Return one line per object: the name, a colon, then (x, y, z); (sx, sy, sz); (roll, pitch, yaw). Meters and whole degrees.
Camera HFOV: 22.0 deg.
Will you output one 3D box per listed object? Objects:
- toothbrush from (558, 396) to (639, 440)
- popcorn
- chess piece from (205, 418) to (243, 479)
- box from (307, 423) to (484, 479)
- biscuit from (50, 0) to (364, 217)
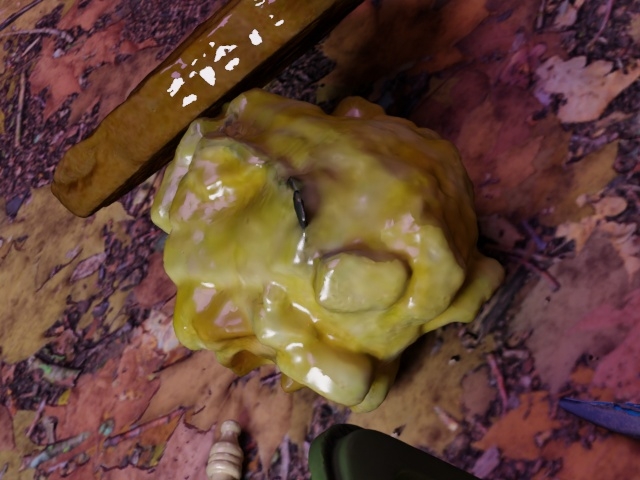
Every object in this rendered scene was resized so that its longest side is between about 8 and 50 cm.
toothbrush: (0.301, 0.142, 0.984); (0.413, 0.035, 0.042); (15, 103, 49)
popcorn: (0.000, 0.000, 1.247); (0.286, 0.215, 0.252); (21, 68, 48)
chess piece: (-0.076, 0.183, 1.304); (0.035, 0.035, 0.092); (-20, 42, 30)
box: (0.063, 0.295, 0.927); (0.178, 0.252, 0.329); (-42, 36, 29)
biscuit: (-0.071, -0.158, 1.407); (0.359, 0.074, 0.381); (-43, 1, -29)
